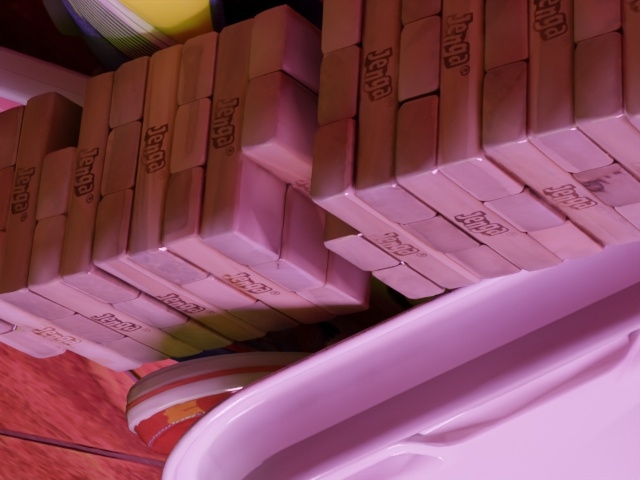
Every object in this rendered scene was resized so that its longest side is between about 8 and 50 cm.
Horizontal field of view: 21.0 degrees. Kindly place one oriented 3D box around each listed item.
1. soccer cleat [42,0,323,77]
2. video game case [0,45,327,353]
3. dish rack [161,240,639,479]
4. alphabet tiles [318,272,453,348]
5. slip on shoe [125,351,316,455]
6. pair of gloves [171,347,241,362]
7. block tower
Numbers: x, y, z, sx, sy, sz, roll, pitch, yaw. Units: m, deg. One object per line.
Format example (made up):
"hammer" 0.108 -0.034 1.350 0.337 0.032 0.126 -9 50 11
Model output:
"soccer cleat" -0.085 -0.155 0.643 0.121 0.093 0.289 -1 145 32
"video game case" -0.116 -0.020 0.928 0.204 0.025 0.285 19 161 20
"dish rack" 0.096 0.126 0.774 0.333 0.285 0.072 73 172 -55
"alphabet tiles" 0.000 0.000 0.931 0.285 0.011 0.342 39 153 -22
"slip on shoe" 0.050 0.142 0.958 0.331 0.101 0.123 20 151 -13
"pair of gloves" -0.084 0.065 1.065 0.159 0.023 0.198 21 174 -3
"block tower" 0.010 -0.032 0.638 0.335 0.097 0.091 -14 151 34
